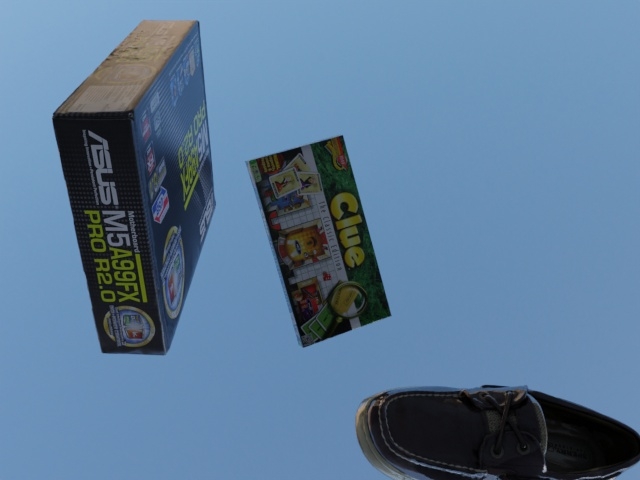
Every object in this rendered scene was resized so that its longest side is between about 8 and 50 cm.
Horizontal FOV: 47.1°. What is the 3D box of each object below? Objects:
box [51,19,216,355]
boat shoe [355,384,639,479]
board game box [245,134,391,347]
[{"bbox_3d":[-0.152,-0.063,0.673,0.060,0.216,0.270,0,-150,2],"label":"box"},{"bbox_3d":[0.169,0.174,0.663,0.285,0.092,0.103,16,-130,-22],"label":"boat shoe"},{"bbox_3d":[0.000,0.000,0.985,0.136,0.259,0.030,-19,-172,-18],"label":"board game box"}]
